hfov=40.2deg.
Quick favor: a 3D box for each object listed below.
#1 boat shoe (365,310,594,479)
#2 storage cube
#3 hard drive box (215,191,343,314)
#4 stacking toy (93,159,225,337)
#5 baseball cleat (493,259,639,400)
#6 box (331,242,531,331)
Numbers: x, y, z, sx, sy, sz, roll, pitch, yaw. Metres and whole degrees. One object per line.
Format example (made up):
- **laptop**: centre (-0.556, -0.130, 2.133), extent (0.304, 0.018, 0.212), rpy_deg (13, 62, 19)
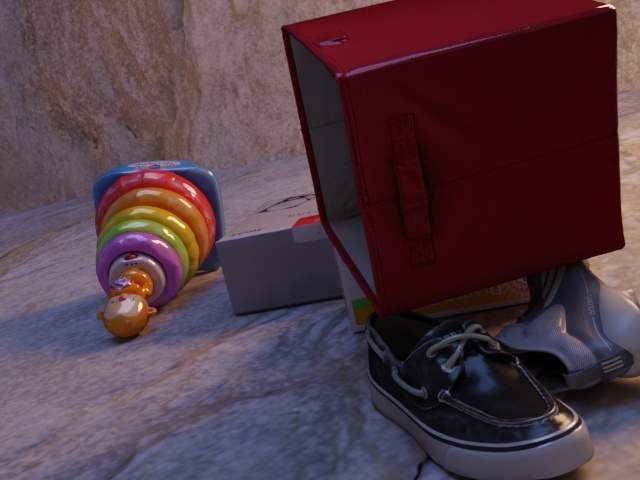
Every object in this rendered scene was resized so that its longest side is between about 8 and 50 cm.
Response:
- **boat shoe**: centre (0.084, 0.090, 0.559), extent (0.077, 0.070, 0.219), rpy_deg (-18, 12, -22)
- **storage cube**: centre (0.094, -0.084, 0.665), extent (0.193, 0.184, 0.215), rpy_deg (-15, 25, -7)
- **hard drive box**: centre (0.000, 0.000, 1.047), extent (0.181, 0.089, 0.232), rpy_deg (-11, 12, 12)
- **stacking toy**: centre (-0.221, 0.027, 1.090), extent (0.175, 0.166, 0.302), rpy_deg (-3, 27, 2)
- **baseball cleat**: centre (0.165, 0.055, 0.641), extent (0.109, 0.072, 0.206), rpy_deg (-20, 8, -1)
- **box**: centre (0.122, 0.007, 0.835), extent (0.203, 0.103, 0.114), rpy_deg (-11, 12, 10)
